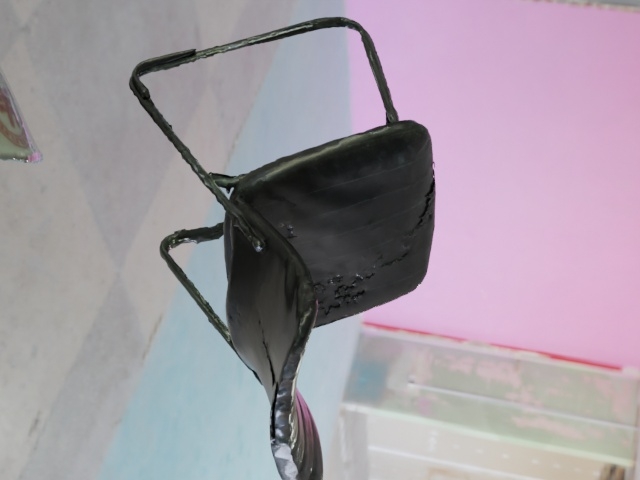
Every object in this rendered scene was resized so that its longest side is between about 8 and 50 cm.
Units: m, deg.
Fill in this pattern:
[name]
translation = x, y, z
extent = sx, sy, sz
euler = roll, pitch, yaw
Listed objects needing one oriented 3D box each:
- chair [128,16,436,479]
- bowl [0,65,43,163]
[chair]
translation = 0.000, 0.000, 0.484
extent = 0.221, 0.145, 0.140
euler = -123, -158, -45
[bowl]
translation = -0.363, -0.136, 0.620
extent = 0.337, 0.337, 0.157
euler = -16, 110, -77
